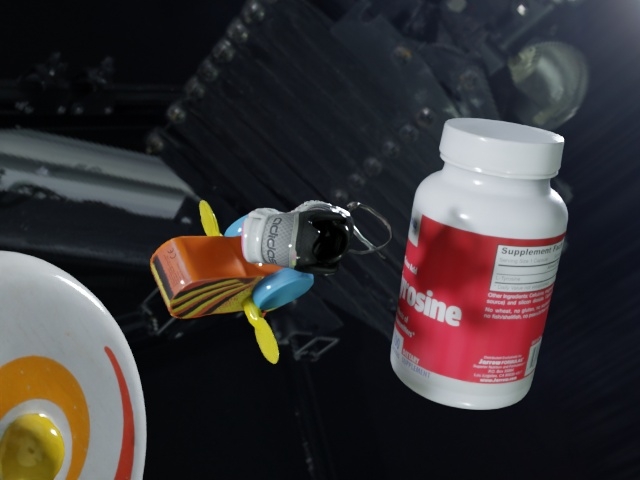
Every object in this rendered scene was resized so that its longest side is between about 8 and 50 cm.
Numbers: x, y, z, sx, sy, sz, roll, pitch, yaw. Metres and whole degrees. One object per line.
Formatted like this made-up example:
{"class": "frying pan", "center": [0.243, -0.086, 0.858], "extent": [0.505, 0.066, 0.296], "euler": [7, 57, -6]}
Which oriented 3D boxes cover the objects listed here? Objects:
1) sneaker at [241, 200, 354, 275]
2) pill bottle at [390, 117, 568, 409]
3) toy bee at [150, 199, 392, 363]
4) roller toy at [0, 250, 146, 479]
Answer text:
{"class": "sneaker", "center": [0.000, 0.000, 0.691], "extent": [0.075, 0.063, 0.170], "euler": [13, -172, 25]}
{"class": "pill bottle", "center": [0.244, 0.030, 1.167], "extent": [0.229, 0.407, 0.229], "euler": [6, -162, -2]}
{"class": "toy bee", "center": [-0.069, 0.053, 0.872], "extent": [0.298, 0.162, 0.195], "euler": [12, -131, -31]}
{"class": "roller toy", "center": [-0.186, 0.100, 0.374], "extent": [0.191, 0.146, 0.209], "euler": [21, -115, -62]}
